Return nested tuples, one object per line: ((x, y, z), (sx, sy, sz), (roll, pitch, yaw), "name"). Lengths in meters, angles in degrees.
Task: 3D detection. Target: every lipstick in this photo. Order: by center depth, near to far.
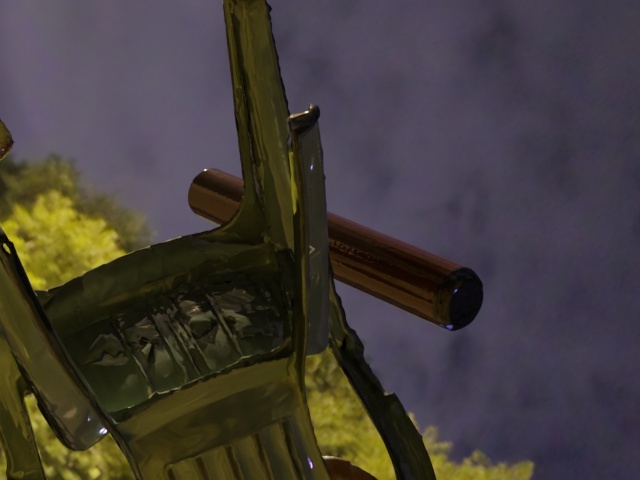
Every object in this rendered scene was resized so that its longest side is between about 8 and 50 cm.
((0.000, 0.000, 1.003), (0.357, 0.057, 0.057), (22, -52, 45), "lipstick")

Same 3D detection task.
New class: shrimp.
((0.011, 0.390, 1.585), (0.166, 0.161, 0.049), (5, -15, 11), "shrimp")

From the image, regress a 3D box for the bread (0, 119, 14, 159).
((-0.237, -0.060, 0.735), (0.109, 0.062, 0.043), (-33, -74, 25), "bread")

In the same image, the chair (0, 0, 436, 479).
((-0.062, 0.060, 0.518), (0.190, 0.203, 0.274), (-129, -159, -52), "chair")
